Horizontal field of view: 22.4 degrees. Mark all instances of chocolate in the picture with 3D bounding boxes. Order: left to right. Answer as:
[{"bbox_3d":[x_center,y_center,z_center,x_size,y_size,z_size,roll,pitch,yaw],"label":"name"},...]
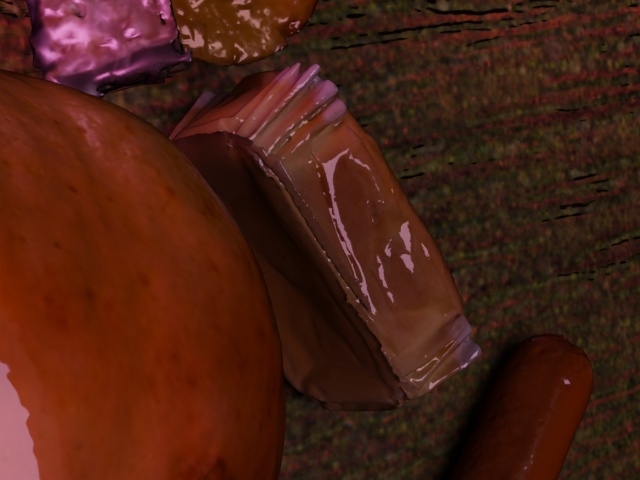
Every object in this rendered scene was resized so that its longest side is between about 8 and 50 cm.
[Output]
[{"bbox_3d":[-0.158,-0.240,1.005,0.102,0.065,0.329,-14,81,4],"label":"chocolate"}]

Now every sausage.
[{"bbox_3d":[0.153,0.157,1.242,0.076,0.076,0.197,41,62,-27],"label":"sausage"}]

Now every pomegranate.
[{"bbox_3d":[-0.216,0.070,0.820,0.410,0.410,0.410,3,85,-37],"label":"pomegranate"}]

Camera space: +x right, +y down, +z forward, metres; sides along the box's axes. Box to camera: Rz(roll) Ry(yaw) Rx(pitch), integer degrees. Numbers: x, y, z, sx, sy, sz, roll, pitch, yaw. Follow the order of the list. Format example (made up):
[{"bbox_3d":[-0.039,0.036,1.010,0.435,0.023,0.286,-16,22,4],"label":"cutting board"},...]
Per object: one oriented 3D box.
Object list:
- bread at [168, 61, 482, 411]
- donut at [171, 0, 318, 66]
[{"bbox_3d":[0.000,0.000,1.101,0.107,0.136,0.241,-46,114,-32],"label":"bread"},{"bbox_3d":[-0.077,-0.200,1.105,0.162,0.065,0.178,39,66,-22],"label":"donut"}]
